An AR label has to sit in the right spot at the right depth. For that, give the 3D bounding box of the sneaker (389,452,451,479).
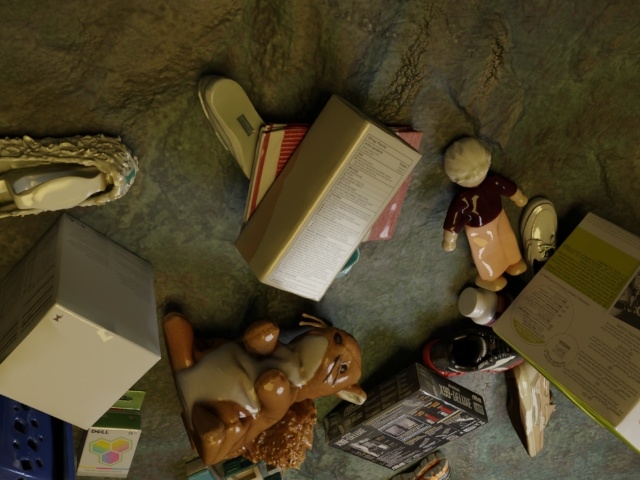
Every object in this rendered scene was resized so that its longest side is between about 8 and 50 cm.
[{"bbox_3d":[0.264,0.660,1.899,0.214,0.084,0.083,-34,132,6],"label":"sneaker"}]

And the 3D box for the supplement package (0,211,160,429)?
[{"bbox_3d":[-0.418,0.133,1.203,0.198,0.263,0.199,-44,124,14],"label":"supplement package"}]

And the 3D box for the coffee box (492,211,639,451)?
[{"bbox_3d":[0.634,0.210,1.469,0.334,0.338,0.337,-50,132,2],"label":"coffee box"}]

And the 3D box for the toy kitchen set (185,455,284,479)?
[{"bbox_3d":[-0.188,0.578,1.645,0.207,0.166,0.122,-24,128,-1],"label":"toy kitchen set"}]

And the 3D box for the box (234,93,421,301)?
[{"bbox_3d":[0.009,-0.067,1.178,0.148,0.121,0.311,25,106,-42],"label":"box"}]

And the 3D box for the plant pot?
[{"bbox_3d":[-0.620,0.435,1.378,0.236,0.236,0.212,-43,131,13],"label":"plant pot"}]

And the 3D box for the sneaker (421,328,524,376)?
[{"bbox_3d":[0.377,0.251,1.610,0.275,0.098,0.135,-5,163,-13],"label":"sneaker"}]

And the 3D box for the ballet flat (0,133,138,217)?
[{"bbox_3d":[-0.495,-0.091,1.107,0.408,0.147,0.147,-10,126,-10],"label":"ballet flat"}]

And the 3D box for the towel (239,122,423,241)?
[{"bbox_3d":[0.019,-0.096,1.272,0.328,0.037,0.237,-4,122,-31],"label":"towel"}]

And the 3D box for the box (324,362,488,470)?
[{"bbox_3d":[0.198,0.425,1.668,0.242,0.077,0.307,30,127,-31],"label":"box"}]

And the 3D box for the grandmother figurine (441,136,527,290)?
[{"bbox_3d":[0.320,-0.053,1.415,0.207,0.104,0.343,-39,127,-21],"label":"grandmother figurine"}]

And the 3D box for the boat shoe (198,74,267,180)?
[{"bbox_3d":[-0.133,-0.186,1.187,0.079,0.081,0.228,-39,132,-11],"label":"boat shoe"}]

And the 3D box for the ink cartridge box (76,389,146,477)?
[{"bbox_3d":[-0.450,0.416,1.517,0.108,0.062,0.209,11,119,-23],"label":"ink cartridge box"}]

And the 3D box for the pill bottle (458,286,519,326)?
[{"bbox_3d":[0.388,0.152,1.578,0.151,0.086,0.086,15,118,-26],"label":"pill bottle"}]

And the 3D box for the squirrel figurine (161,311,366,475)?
[{"bbox_3d":[-0.101,0.307,1.467,0.370,0.281,0.397,-16,142,-19],"label":"squirrel figurine"}]

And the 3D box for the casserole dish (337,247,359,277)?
[{"bbox_3d":[0.000,0.000,1.383,0.114,0.037,0.188,-31,128,5],"label":"casserole dish"}]

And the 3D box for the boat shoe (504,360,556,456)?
[{"bbox_3d":[0.546,0.420,1.793,0.110,0.122,0.341,-19,126,-3],"label":"boat shoe"}]

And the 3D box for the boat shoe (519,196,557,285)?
[{"bbox_3d":[0.480,0.015,1.518,0.083,0.076,0.226,-16,127,-6],"label":"boat shoe"}]
